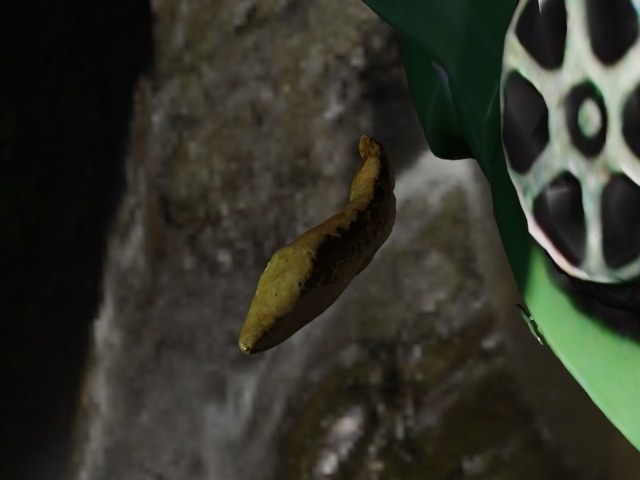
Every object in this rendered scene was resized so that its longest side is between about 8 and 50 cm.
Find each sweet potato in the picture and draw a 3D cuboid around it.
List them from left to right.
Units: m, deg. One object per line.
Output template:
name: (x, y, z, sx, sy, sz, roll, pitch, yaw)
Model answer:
sweet potato: (0.006, 0.003, 0.906, 0.153, 0.041, 0.038, -55, -7, -37)

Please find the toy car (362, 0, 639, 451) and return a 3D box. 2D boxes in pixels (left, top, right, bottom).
toy car: (0.124, -0.039, 0.493, 0.358, 0.213, 0.176, -123, 34, -43)
